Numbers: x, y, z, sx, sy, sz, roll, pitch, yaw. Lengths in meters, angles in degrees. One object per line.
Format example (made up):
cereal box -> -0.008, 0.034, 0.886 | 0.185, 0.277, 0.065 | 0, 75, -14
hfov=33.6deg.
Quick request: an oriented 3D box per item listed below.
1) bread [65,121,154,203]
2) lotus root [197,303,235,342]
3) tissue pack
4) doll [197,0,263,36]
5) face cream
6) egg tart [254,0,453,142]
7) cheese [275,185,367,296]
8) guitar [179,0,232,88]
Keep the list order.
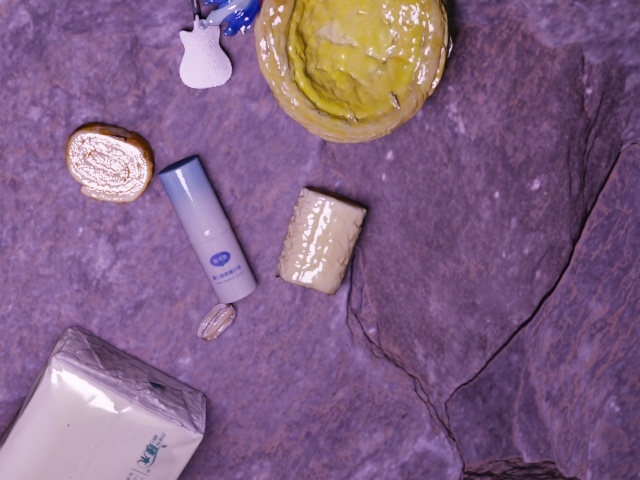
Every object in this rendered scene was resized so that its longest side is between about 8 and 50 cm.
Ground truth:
bread -> -0.352, -0.126, 1.763 | 0.149, 0.073, 0.122 | 16, 104, -10
lotus root -> -0.182, 0.141, 1.872 | 0.083, 0.030, 0.037 | -47, 133, 9
tissue pack -> -0.410, 0.380, 1.815 | 0.297, 0.207, 0.380 | 30, 99, -11
doll -> -0.115, -0.394, 1.725 | 0.195, 0.070, 0.096 | -32, 99, -10
face cream -> -0.191, -0.017, 1.805 | 0.077, 0.077, 0.250 | -24, 105, 0
egg tart -> 0.045, -0.336, 1.708 | 0.345, 0.132, 0.345 | -5, 108, -17
cheese -> 0.000, 0.000, 1.825 | 0.123, 0.094, 0.167 | 18, 97, 0
guitar -> -0.202, -0.366, 1.743 | 0.088, 0.025, 0.233 | -9, 105, -3
